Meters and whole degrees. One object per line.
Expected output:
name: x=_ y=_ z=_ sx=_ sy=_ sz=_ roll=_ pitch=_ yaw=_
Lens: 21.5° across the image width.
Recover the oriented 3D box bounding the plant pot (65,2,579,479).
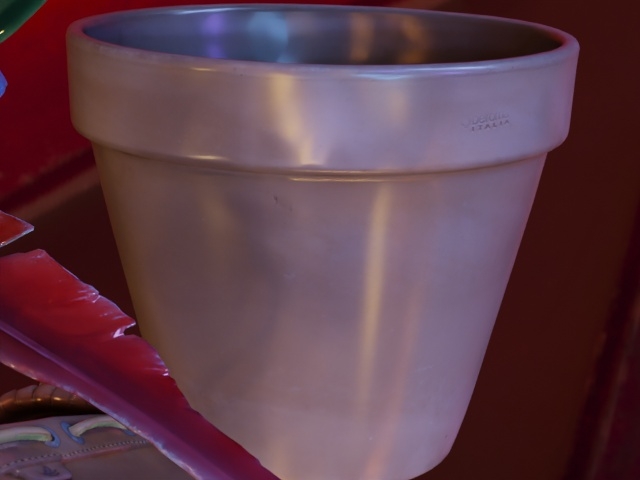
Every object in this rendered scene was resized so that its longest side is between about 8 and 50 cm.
plant pot: x=0.000 y=0.000 z=1.092 sx=0.323 sy=0.323 sz=0.280 roll=5 pitch=104 yaw=20

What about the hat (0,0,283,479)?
hat: x=-0.124 y=-0.011 z=0.341 sx=0.208 sy=0.184 sz=0.173 roll=-15 pitch=149 yaw=15

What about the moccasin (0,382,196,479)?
moccasin: x=-0.134 y=0.126 z=0.825 sx=0.139 sy=0.380 sz=0.147 roll=-40 pitch=85 yaw=9

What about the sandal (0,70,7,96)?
sandal: x=-0.276 y=-0.015 z=1.011 sx=0.138 sy=0.317 sz=0.126 roll=11 pitch=-171 yaw=-27
